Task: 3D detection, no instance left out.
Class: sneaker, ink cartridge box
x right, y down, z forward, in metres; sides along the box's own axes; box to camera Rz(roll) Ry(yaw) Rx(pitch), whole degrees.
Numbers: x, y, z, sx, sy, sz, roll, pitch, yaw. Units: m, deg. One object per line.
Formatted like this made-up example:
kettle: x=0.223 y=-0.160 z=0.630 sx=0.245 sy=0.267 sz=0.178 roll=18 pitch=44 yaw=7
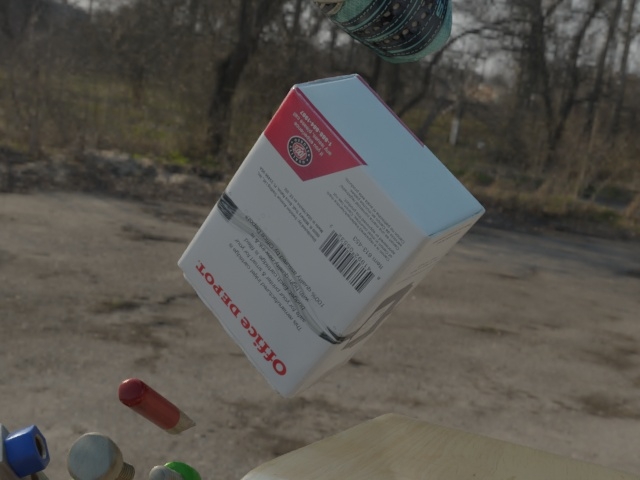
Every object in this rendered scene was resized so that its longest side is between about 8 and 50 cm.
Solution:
sneaker: x=0.030 y=-0.210 z=0.560 sx=0.110 sy=0.283 sz=0.122 roll=-22 pitch=-50 yaw=29
ink cartridge box: x=0.000 y=0.000 z=0.817 sx=0.172 sy=0.237 sz=0.100 roll=49 pitch=38 yaw=15

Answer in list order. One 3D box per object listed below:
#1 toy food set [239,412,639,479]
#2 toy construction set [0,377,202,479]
toy food set: x=0.100 y=0.159 z=0.418 sx=0.219 sy=0.092 sz=0.306 roll=11 pitch=0 yaw=19
toy construction set: x=-0.215 y=0.275 z=0.802 sx=0.257 sy=0.309 sz=0.237 roll=40 pitch=-10 yaw=24
